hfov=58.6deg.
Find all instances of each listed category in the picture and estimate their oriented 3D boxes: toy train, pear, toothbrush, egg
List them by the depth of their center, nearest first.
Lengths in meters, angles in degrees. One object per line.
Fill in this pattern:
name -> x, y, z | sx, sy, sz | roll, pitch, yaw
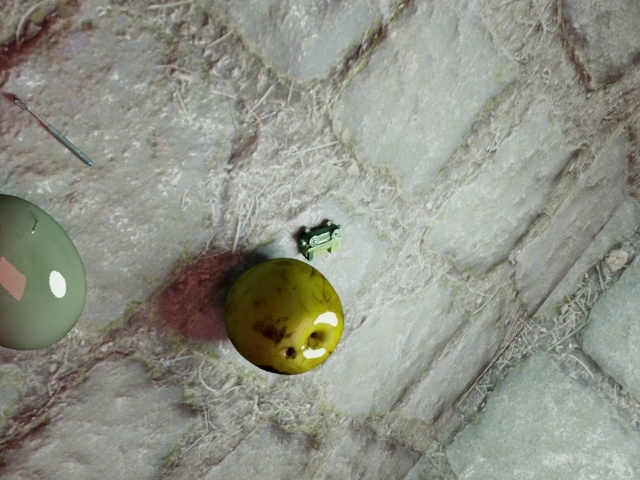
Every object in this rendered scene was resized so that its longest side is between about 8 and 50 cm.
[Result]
egg -> -0.495, 0.055, 0.923 | 0.202, 0.203, 0.283 | -25, 128, -23
toothbrush -> -0.443, -0.178, 0.953 | 0.011, 0.014, 0.167 | -33, 134, 6
pear -> -0.077, 0.175, 1.276 | 0.283, 0.283, 0.284 | -19, 126, -28
toy train -> 0.000, 0.000, 1.382 | 0.122, 0.050, 0.081 | -21, 134, -28
